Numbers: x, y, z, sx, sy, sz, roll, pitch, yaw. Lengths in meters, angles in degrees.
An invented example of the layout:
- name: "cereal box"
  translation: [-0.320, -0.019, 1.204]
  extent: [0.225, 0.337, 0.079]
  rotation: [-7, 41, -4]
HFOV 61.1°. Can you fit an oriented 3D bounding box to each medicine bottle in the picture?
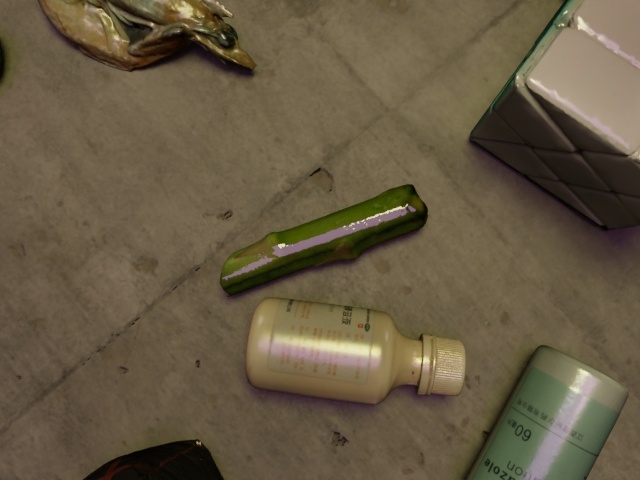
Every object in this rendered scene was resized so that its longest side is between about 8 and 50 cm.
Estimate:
- name: "medicine bottle"
  translation: [0.043, 0.137, 0.653]
  extent: [0.253, 0.114, 0.114]
  rotation: [7, 86, 5]
- name: "medicine bottle"
  translation: [0.224, 0.299, 0.630]
  extent: [0.110, 0.110, 0.351]
  rotation: [29, 88, 5]

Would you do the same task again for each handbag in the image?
- name: "handbag"
  translation: [-0.231, 0.339, 0.628]
  extent: [0.215, 0.169, 0.155]
  rotation: [-34, 84, 2]

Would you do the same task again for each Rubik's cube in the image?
- name: "Rubik's cube"
  translation: [0.336, -0.166, 0.599]
  extent: [0.221, 0.231, 0.224]
  rotation: [36, 90, 5]

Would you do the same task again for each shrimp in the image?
- name: "shrimp"
  translation: [-0.236, -0.290, 0.718]
  extent: [0.317, 0.077, 0.168]
  rotation: [29, 130, -6]

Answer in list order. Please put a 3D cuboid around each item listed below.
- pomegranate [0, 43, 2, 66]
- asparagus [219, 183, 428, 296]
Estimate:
- name: "pomegranate"
  translation: [-0.498, -0.270, 0.728]
  extent: [0.122, 0.122, 0.161]
  rotation: [-34, 57, 1]
- name: "asparagus"
  translation: [0.000, 0.000, 0.696]
  extent: [0.278, 0.060, 0.067]
  rotation: [-18, 104, 2]
